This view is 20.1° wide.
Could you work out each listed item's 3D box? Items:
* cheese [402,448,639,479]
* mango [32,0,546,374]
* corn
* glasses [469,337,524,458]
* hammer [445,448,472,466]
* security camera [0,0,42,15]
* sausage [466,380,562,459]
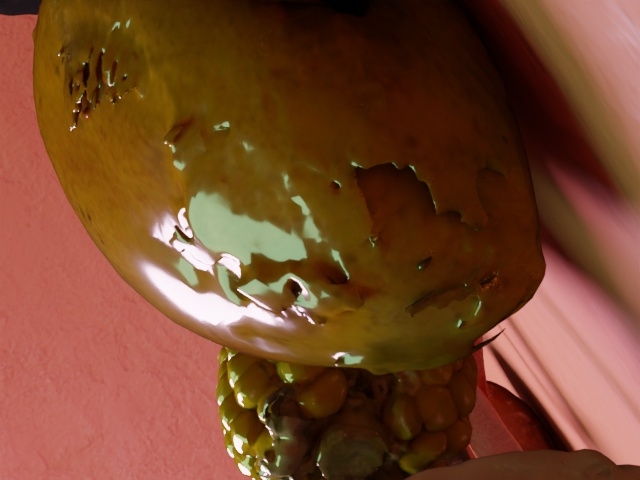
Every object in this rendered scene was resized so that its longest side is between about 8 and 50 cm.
[{"bbox_3d":[0.048,0.235,0.596,0.153,0.332,0.292,62,-175,-74],"label":"cheese"},{"bbox_3d":[-0.011,-0.038,0.597,0.156,0.151,0.248,13,-167,-33],"label":"mango"},{"bbox_3d":[0.005,0.000,0.764,0.102,0.102,0.313,57,-166,-29],"label":"corn"},{"bbox_3d":[0.082,0.114,0.889,0.268,0.118,0.234,55,-179,34],"label":"glasses"},{"bbox_3d":[0.029,0.024,0.951,0.125,0.027,0.297,-57,-54,-81],"label":"hammer"},{"bbox_3d":[-0.155,-0.197,0.661,0.191,0.197,0.277,44,178,34],"label":"security camera"},{"bbox_3d":[0.119,0.198,1.112,0.258,0.133,0.133,54,177,4],"label":"sausage"}]
